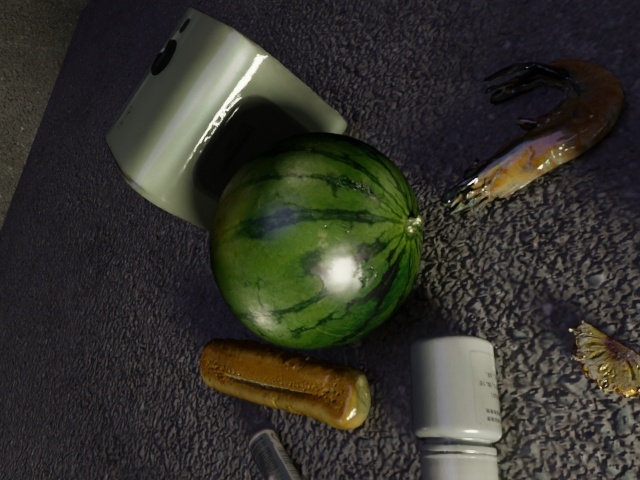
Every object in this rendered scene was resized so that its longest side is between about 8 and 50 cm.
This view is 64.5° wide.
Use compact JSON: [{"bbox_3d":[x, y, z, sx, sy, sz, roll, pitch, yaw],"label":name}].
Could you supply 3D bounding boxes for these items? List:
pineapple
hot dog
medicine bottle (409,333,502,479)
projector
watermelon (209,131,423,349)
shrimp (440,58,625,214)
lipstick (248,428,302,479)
[{"bbox_3d":[0.245,0.105,0.429,0.045,0.019,0.083,-51,46,6],"label":"pineapple"},{"bbox_3d":[-0.054,0.177,0.646,0.286,0.061,0.087,6,76,44],"label":"hot dog"},{"bbox_3d":[0.125,0.159,0.470,0.080,0.080,0.130,-18,58,37],"label":"medicine bottle"},{"bbox_3d":[-0.147,-0.169,0.784,0.249,0.248,0.248,-53,43,8],"label":"projector"},{"bbox_3d":[-0.004,0.001,0.567,0.242,0.242,0.242,-22,55,35],"label":"watermelon"},{"bbox_3d":[0.212,-0.123,0.564,0.219,0.046,0.152,-38,47,17],"label":"shrimp"},{"bbox_3d":[-0.042,0.284,0.593,0.040,0.040,0.141,-53,43,8],"label":"lipstick"}]
